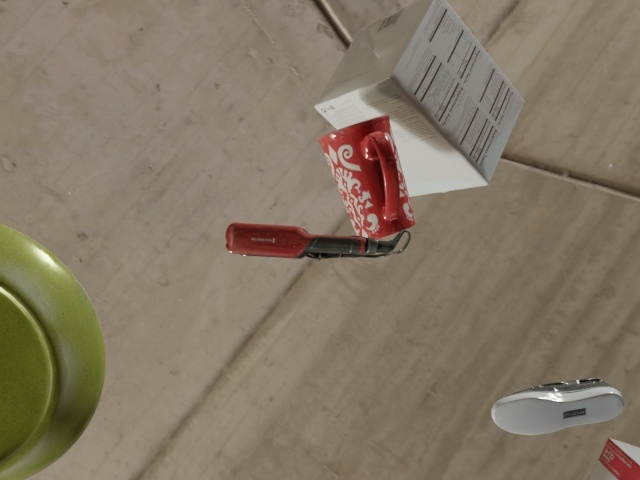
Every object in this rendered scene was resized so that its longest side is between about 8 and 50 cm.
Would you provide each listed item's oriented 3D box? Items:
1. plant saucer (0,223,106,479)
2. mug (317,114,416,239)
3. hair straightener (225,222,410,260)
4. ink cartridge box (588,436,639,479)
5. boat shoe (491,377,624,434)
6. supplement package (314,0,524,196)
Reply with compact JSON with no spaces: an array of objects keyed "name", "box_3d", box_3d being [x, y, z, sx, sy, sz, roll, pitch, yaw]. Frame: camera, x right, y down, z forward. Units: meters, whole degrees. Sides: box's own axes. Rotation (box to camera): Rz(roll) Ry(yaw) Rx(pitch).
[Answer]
[{"name":"plant saucer","box_3d":[-0.296,0.099,0.503,0.241,0.037,0.240,-1,-79,-6]},{"name":"mug","box_3d":[0.070,-0.087,0.948,0.150,0.113,0.169,-38,-70,-74]},{"name":"hair straightener","box_3d":[0.000,0.000,0.825,0.089,0.231,0.047,29,-121,-79]},{"name":"ink cartridge box","box_3d":[0.457,0.401,0.909,0.128,0.127,0.176,20,-82,-9]},{"name":"boat shoe","box_3d":[0.250,0.175,0.689,0.142,0.040,0.049,-4,-68,-5]},{"name":"supplement package","box_3d":[0.175,-0.238,1.115,0.263,0.199,0.198,40,-115,-28]}]
